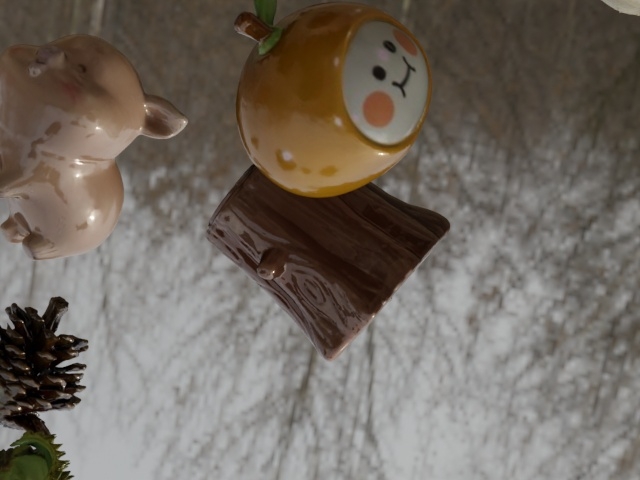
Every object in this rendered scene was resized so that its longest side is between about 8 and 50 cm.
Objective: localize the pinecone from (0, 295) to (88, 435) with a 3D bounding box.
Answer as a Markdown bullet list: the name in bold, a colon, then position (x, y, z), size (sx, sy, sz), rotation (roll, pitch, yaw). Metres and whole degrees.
- **pinecone**: position (-0.431, 0.187, 2.143), size (0.186, 0.212, 0.168), rotation (32, -167, -14)

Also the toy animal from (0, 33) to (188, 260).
- **toy animal**: position (-0.354, -0.133, 2.027), size (0.237, 0.326, 0.269), rotation (32, -123, 32)

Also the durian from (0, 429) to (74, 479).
- **durian**: position (-0.373, 0.313, 1.561), size (0.237, 0.176, 0.200), rotation (-23, -129, -19)

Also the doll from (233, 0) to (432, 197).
- **doll**: position (-0.012, -0.165, 1.492), size (0.236, 0.213, 0.213), rotation (40, -177, -21)

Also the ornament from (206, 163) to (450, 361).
- **ornament**: position (0.000, 0.000, 1.688), size (0.218, 0.235, 0.221), rotation (41, 158, 4)

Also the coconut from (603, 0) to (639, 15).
- **coconut**: position (0.341, -0.317, 1.466), size (0.194, 0.194, 0.194), rotation (9, -167, -2)
